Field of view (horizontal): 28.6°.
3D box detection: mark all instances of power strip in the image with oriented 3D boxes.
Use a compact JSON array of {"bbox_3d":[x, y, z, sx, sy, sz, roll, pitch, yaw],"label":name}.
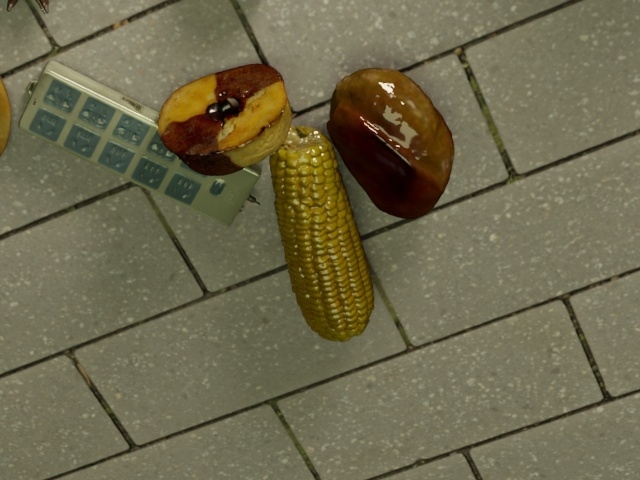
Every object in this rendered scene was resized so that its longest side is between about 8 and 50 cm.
[{"bbox_3d":[-0.246,-0.131,1.774,0.367,0.043,0.106,25,119,-14],"label":"power strip"}]

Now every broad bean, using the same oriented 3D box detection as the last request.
[{"bbox_3d":[0.098,-0.136,1.722,0.156,0.122,0.229,-11,118,38],"label":"broad bean"}]

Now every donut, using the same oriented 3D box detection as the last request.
[{"bbox_3d":[-0.123,-0.159,1.694,0.184,0.166,0.073,-25,135,4],"label":"donut"}]

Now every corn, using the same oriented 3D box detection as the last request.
[{"bbox_3d":[0.000,0.000,1.796,0.120,0.120,0.363,-11,124,7],"label":"corn"}]

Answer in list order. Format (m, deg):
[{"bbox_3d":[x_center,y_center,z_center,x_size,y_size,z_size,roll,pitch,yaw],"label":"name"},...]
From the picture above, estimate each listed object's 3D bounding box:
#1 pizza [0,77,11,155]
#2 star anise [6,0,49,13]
[{"bbox_3d":[-0.546,-0.205,1.739,0.262,0.034,0.181,31,117,-17],"label":"pizza"},{"bbox_3d":[-0.385,-0.366,1.633,0.141,0.042,0.141,1,125,1],"label":"star anise"}]
